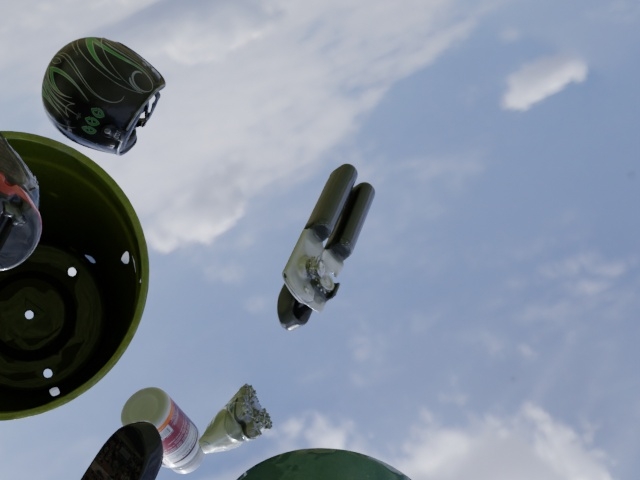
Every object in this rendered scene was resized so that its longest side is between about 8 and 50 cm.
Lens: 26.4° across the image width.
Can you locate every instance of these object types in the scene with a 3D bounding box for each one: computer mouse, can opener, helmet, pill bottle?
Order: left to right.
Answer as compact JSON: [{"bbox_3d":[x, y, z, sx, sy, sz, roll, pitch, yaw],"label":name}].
[{"bbox_3d":[-0.222,0.278,1.309,0.071,0.041,0.242,40,-83,39],"label":"computer mouse"},{"bbox_3d":[-0.325,-0.215,1.979,0.169,0.162,0.169,-57,180,-1],"label":"helmet"},{"bbox_3d":[-0.243,0.302,2.141,0.086,0.152,0.086,-15,-132,17],"label":"pill bottle"},{"bbox_3d":[0.000,0.000,1.781,0.093,0.074,0.280,-30,-158,36],"label":"can opener"}]

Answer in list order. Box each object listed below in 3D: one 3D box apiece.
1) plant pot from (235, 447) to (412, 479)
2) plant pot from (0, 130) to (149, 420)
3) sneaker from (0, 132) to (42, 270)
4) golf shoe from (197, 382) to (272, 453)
[{"bbox_3d":[0.000,0.420,1.609,0.290,0.290,0.195,-21,-157,17],"label":"plant pot"},{"bbox_3d":[-0.414,0.074,1.855,0.366,0.366,0.353,-32,173,-11],"label":"plant pot"},{"bbox_3d":[-0.367,-0.081,1.217,0.097,0.276,0.135,-53,-165,24],"label":"sneaker"},{"bbox_3d":[-0.115,0.235,1.764,0.086,0.069,0.176,-31,175,6],"label":"golf shoe"}]
